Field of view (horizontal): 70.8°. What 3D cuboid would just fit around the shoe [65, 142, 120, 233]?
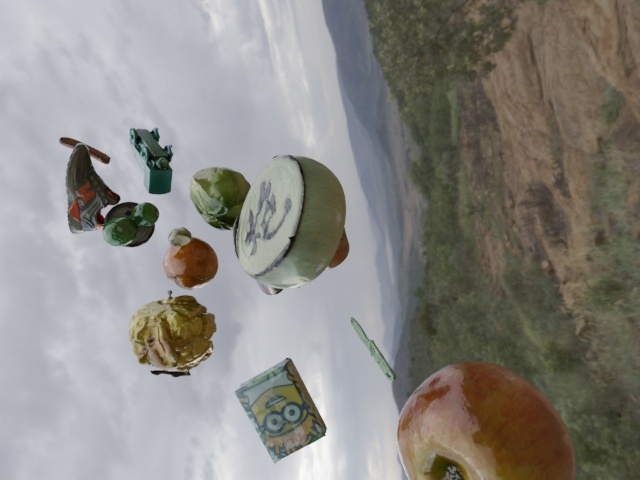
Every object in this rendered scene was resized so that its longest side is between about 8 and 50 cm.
[{"bbox_3d":[-0.821,-0.179,1.641,0.132,0.171,0.336,-125,42,-62],"label":"shoe"}]

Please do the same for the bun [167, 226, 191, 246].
[{"bbox_3d":[-0.510,-0.018,1.628,0.086,0.086,0.054,66,-178,-61],"label":"bun"}]

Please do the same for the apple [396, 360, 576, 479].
[{"bbox_3d":[0.272,0.352,0.785,0.301,0.302,0.301,-10,-90,-82],"label":"apple"}]

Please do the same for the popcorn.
[{"bbox_3d":[-0.603,0.407,1.856,0.349,0.349,0.381,-76,-15,-71],"label":"popcorn"}]

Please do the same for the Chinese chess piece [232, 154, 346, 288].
[{"bbox_3d":[-0.089,-0.050,1.173,0.146,0.349,0.349,18,-126,-35],"label":"Chinese chess piece"}]

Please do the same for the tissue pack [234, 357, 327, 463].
[{"bbox_3d":[-0.144,0.633,1.695,0.310,0.228,0.128,61,-179,2],"label":"tissue pack"}]

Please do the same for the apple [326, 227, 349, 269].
[{"bbox_3d":[0.000,0.000,1.744,0.253,0.254,0.253,-10,-90,-82],"label":"apple"}]

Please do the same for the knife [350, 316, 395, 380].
[{"bbox_3d":[0.140,0.293,1.261,0.293,0.020,0.043,-127,38,-59],"label":"knife"}]

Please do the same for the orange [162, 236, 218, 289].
[{"bbox_3d":[-0.566,0.101,1.967,0.240,0.240,0.240,-10,-90,-82],"label":"orange"}]

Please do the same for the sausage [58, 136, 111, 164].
[{"bbox_3d":[-0.891,-0.343,1.709,0.043,0.186,0.043,-52,22,32],"label":"sausage"}]

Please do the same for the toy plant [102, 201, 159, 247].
[{"bbox_3d":[-0.708,-0.056,1.668,0.175,0.218,0.235,55,151,-14],"label":"toy plant"}]

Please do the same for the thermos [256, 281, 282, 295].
[{"bbox_3d":[-0.211,0.099,1.692,0.136,0.109,0.330,49,168,30],"label":"thermos"}]

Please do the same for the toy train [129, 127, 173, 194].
[{"bbox_3d":[-0.689,-0.333,1.822,0.298,0.120,0.194,47,133,38],"label":"toy train"}]

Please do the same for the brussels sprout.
[{"bbox_3d":[-0.426,-0.188,1.974,0.294,0.259,0.227,48,-152,2],"label":"brussels sprout"}]
